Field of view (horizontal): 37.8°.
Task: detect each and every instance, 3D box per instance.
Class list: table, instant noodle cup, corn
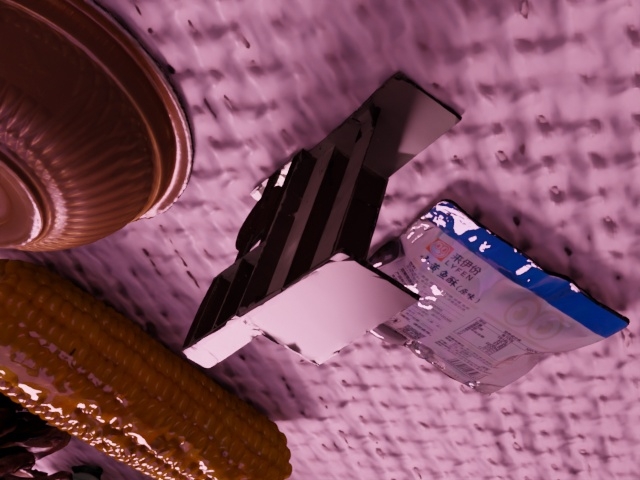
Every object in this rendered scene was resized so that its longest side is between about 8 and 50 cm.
[{"bbox_3d":[0.000,0.000,0.586,0.062,0.146,0.175,33,140,-17],"label":"table"},{"bbox_3d":[-0.232,-0.068,0.648,0.274,0.090,0.274,12,142,10],"label":"instant noodle cup"},{"bbox_3d":[-0.177,0.139,0.855,0.363,0.120,0.120,37,139,-23],"label":"corn"}]

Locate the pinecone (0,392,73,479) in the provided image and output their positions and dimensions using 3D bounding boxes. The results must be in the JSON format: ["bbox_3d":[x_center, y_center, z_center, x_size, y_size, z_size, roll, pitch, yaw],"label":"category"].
[{"bbox_3d":[-0.410,0.247,0.977,0.296,0.242,0.298,15,136,9],"label":"pinecone"}]

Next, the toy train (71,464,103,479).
[{"bbox_3d":[-0.210,0.411,1.097,0.369,0.237,0.150,5,138,17],"label":"toy train"}]

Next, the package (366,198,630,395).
[{"bbox_3d":[0.111,0.052,0.702,0.171,0.027,0.173,34,139,-13],"label":"package"}]
